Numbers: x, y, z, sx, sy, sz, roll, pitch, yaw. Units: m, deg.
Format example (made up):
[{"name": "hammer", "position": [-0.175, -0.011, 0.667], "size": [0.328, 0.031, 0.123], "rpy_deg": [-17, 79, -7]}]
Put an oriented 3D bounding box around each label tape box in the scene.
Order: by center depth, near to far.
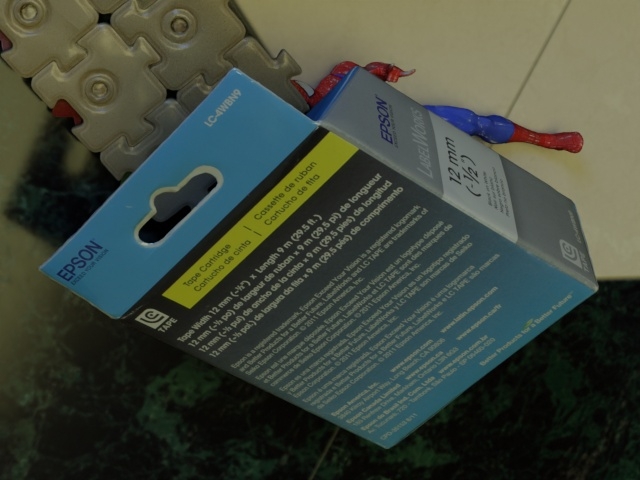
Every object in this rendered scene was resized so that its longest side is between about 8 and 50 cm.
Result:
[{"name": "label tape box", "position": [0.000, 0.000, 1.062], "size": [0.347, 0.115, 0.249], "rpy_deg": [30, 126, -27]}]

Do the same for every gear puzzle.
[{"name": "gear puzzle", "position": [-0.110, -0.118, 1.097], "size": [0.175, 0.044, 0.339], "rpy_deg": [-37, 113, 8]}]

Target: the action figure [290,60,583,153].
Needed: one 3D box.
[{"name": "action figure", "position": [0.101, -0.085, 1.145], "size": [0.280, 0.139, 0.091], "rpy_deg": [14, 96, -20]}]
